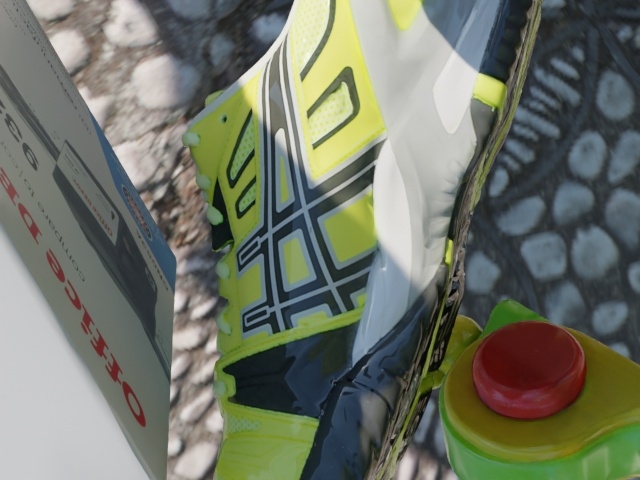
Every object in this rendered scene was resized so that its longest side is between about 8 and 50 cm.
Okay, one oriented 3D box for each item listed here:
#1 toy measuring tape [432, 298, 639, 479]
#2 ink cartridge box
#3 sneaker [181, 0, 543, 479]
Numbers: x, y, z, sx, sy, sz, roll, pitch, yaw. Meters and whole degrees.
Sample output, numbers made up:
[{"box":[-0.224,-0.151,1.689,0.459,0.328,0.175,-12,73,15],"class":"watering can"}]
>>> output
[{"box":[0.171,0.135,0.882,0.330,0.121,0.121,32,110,39],"class":"toy measuring tape"},{"box":[-0.174,-0.004,0.707,0.129,0.307,0.223,-26,108,4],"class":"ink cartridge box"},{"box":[0.000,0.000,0.752,0.147,0.145,0.384,17,89,9],"class":"sneaker"}]
